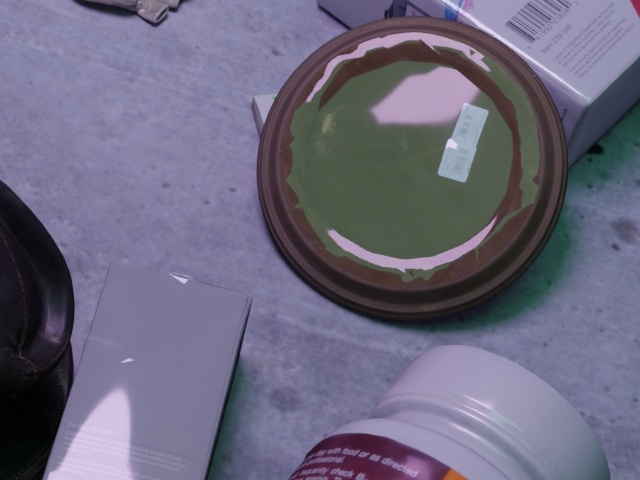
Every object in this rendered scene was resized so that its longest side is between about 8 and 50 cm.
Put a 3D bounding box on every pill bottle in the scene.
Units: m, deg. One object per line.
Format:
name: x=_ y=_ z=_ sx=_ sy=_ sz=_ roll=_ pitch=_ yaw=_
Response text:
pill bottle: x=0.039 y=0.275 z=1.446 sx=0.224 sy=0.224 sz=0.392 roll=33 pitch=58 yaw=13

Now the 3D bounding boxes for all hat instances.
hat: x=-0.283 y=0.032 z=1.521 sx=0.331 sy=0.134 sz=0.331 roll=29 pitch=45 yaw=-34

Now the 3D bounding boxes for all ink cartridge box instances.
ink cartridge box: x=0.184 y=-0.238 z=1.880 sx=0.306 sy=0.131 sz=0.226 roll=38 pitch=59 yaw=17

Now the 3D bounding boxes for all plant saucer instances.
plant saucer: x=0.079 y=-0.069 z=1.730 sx=0.277 sy=0.041 sz=0.278 roll=-1 pitch=78 yaw=5

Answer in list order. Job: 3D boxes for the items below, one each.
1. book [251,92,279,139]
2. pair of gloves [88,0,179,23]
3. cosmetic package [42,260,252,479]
book: x=0.017 y=-0.102 z=1.820 sx=0.144 sy=0.035 sz=0.096 roll=-6 pitch=54 yaw=-14
pair of gloves: x=-0.185 y=-0.335 z=1.916 sx=0.204 sy=0.042 sz=0.240 roll=30 pitch=70 yaw=10
cosmetic package: x=-0.142 y=0.146 z=1.582 sx=0.127 sy=0.107 sz=0.238 roll=15 pitch=52 yaw=0
